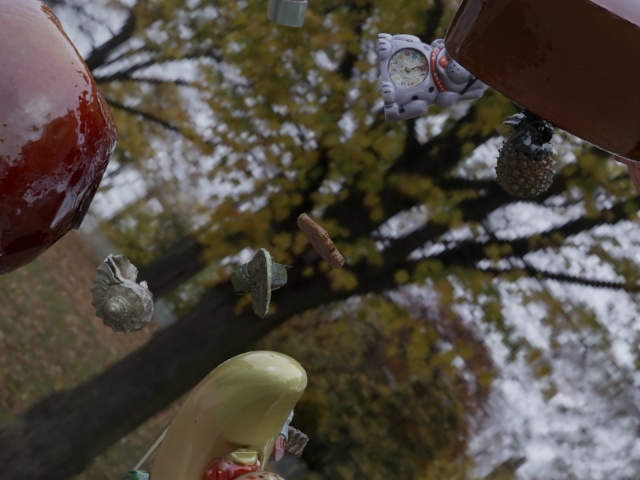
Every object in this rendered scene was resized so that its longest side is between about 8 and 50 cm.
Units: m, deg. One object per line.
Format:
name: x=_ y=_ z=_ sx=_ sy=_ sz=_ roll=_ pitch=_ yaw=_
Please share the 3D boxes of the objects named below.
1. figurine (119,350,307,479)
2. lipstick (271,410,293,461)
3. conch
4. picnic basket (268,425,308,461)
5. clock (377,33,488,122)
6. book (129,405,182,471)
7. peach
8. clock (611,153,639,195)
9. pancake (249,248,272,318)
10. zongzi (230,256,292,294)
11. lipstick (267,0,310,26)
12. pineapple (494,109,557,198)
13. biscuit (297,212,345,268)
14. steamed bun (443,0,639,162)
figurine: x=-0.092 y=0.263 z=1.256 sx=0.124 sy=0.325 sz=0.222 roll=9 pitch=26 yaw=-38
lipstick: x=-0.054 y=0.235 z=1.568 sx=0.030 sy=0.030 sz=0.129 roll=25 pitch=30 yaw=-18
conch: x=-0.377 y=0.095 z=2.396 sx=0.207 sy=0.130 sz=0.155 roll=-52 pitch=140 yaw=-71
picnic basket: x=-0.117 y=0.412 z=2.501 sx=0.110 sy=0.055 sz=0.193 roll=32 pitch=-32 yaw=-28
clock: x=0.248 y=-0.349 z=2.571 sx=0.189 sy=0.254 sz=0.189 roll=-5 pitch=90 yaw=-80
book: x=-0.336 y=0.414 z=2.482 sx=0.012 sy=0.172 sz=0.118 roll=39 pitch=12 yaw=-2
peach: x=-0.446 y=-0.130 z=1.688 sx=0.310 sy=0.406 sz=0.335 roll=32 pitch=-10 yaw=-16
clock: x=0.660 y=-0.154 z=2.158 sx=0.142 sy=0.241 sz=0.227 roll=25 pitch=-25 yaw=51
pancake: x=-0.086 y=0.060 z=1.773 sx=0.108 sy=0.017 sz=0.108 roll=-176 pitch=-90 yaw=-74
zongzi: x=-0.075 y=0.054 z=2.294 sx=0.130 sy=0.154 sz=0.062 roll=-35 pitch=-112 yaw=41
lipstick: x=-0.031 y=-0.403 z=1.751 sx=0.063 sy=0.057 sz=0.186 roll=-104 pitch=-156 yaw=-61
pineapple: x=0.376 y=-0.186 z=2.179 sx=0.125 sy=0.125 sz=0.251 roll=47 pitch=-24 yaw=32
biscuit: x=0.000 y=0.000 z=2.375 sx=0.130 sy=0.019 sz=0.102 roll=53 pitch=-14 yaw=-14
steamed bun: x=0.392 y=-0.295 z=1.844 sx=0.379 sy=0.248 sz=0.235 roll=28 pitch=-60 yaw=3
